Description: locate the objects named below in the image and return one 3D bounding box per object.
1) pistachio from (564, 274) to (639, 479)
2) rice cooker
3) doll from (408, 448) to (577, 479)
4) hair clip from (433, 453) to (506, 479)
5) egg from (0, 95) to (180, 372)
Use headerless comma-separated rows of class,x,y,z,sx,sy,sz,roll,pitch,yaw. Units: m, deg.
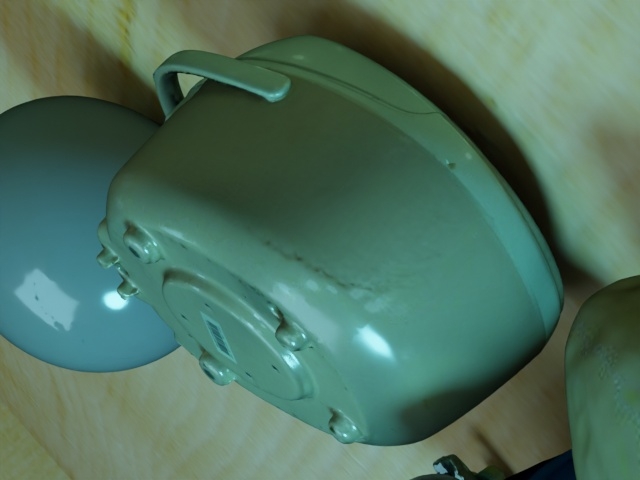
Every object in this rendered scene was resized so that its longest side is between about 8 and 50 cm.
pistachio,0.150,0.083,0.571,0.185,0.124,0.124,53,166,21
rice cooker,0.000,0.000,0.745,0.206,0.127,0.145,21,148,42
doll,0.100,0.201,0.761,0.284,0.240,0.310,22,145,-1
hair clip,0.116,0.180,0.986,0.173,0.049,0.049,57,163,-5
egg,-0.133,-0.007,1.032,0.198,0.146,0.146,42,163,45
